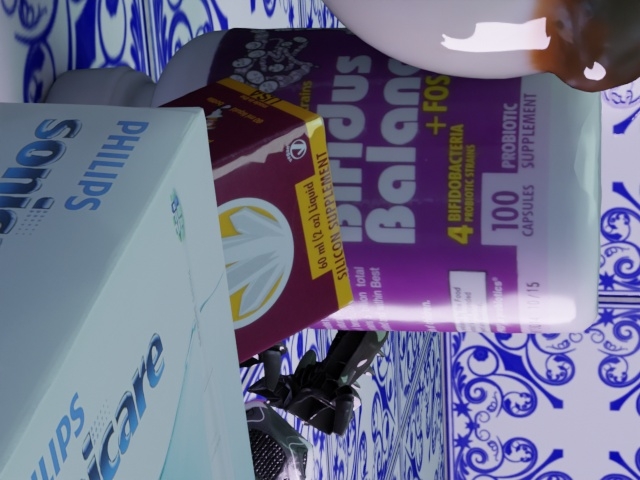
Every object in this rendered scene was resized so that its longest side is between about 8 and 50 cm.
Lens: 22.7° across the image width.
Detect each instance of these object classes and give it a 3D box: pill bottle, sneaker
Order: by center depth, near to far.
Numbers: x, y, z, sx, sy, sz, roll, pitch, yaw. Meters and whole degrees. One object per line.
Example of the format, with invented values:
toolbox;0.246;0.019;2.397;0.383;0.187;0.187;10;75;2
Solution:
pill bottle;0.003;-0.034;0.888;0.169;0.301;0.169;0;90;-80
sneaker;-0.068;0.181;1.003;0.178;0.072;0.077;-58;175;31

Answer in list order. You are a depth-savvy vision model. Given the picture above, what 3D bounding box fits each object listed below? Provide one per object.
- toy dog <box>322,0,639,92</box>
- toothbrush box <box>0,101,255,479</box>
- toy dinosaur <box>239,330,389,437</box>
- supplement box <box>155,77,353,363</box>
toy dog;0.013;-0.201;0.667;0.408;0.284;0.395;19;91;-45
toothbrush box;-0.101;0.132;0.509;0.216;0.126;0.296;-70;159;-56
toy dinosaur;0.000;0.000;1.059;0.218;0.164;0.322;-60;-164;-9
supplement box;-0.086;0.012;0.723;0.188;0.081;0.104;-27;123;-28
